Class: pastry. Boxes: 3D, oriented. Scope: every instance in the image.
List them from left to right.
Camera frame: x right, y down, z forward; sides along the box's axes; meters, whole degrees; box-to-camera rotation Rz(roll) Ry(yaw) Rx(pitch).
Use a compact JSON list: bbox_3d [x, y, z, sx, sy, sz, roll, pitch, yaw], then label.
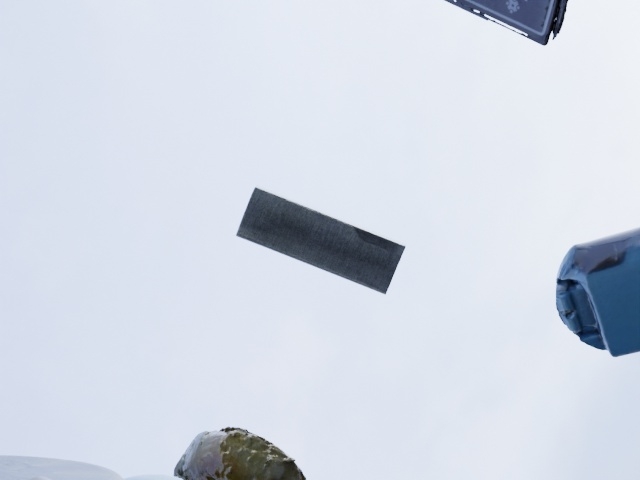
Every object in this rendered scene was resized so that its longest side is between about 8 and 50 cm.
[{"bbox_3d":[-0.083,0.261,1.775,0.153,0.153,0.081,70,-150,-45],"label":"pastry"}]

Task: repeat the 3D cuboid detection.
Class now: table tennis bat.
[{"bbox_3d":[-0.241,0.213,1.354,0.198,0.321,0.050,1,-88,-28],"label":"table tennis bat"}]

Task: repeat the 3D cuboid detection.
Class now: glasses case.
[{"bbox_3d":[0.000,0.000,2.082,0.047,0.205,0.071,-44,-24,-85],"label":"glasses case"}]

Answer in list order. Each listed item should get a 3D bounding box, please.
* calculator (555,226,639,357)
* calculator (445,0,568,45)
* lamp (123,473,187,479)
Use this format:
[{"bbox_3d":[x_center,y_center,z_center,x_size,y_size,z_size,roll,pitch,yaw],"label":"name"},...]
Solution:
[{"bbox_3d":[0.392,0.038,1.741,0.051,0.293,0.173,-92,-17,-46],"label":"calculator"},{"bbox_3d":[0.199,-0.345,1.649,0.028,0.165,0.274,-28,-42,-47],"label":"calculator"},{"bbox_3d":[-0.168,0.302,1.542,0.209,0.284,0.147,-31,-63,-36],"label":"lamp"}]
